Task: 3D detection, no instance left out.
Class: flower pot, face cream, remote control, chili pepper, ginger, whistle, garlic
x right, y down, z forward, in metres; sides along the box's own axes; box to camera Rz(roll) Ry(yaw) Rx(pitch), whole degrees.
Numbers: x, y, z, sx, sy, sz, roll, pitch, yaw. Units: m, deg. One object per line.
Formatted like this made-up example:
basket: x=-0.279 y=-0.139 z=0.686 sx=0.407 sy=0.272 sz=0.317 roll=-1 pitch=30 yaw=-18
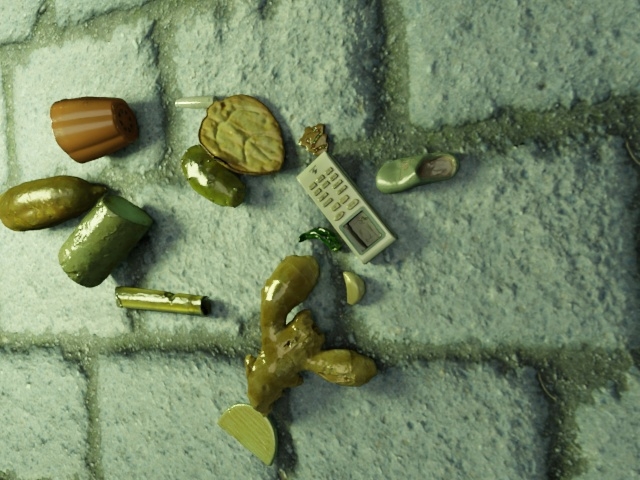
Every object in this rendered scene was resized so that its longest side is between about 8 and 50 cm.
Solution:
flower pot: x=-0.637 y=-0.329 z=1.216 sx=0.173 sy=0.190 sz=0.191 roll=-8 pitch=88 yaw=6
face cream: x=-0.348 y=-0.386 z=1.177 sx=0.130 sy=0.034 sz=0.034 roll=4 pitch=92 yaw=19
remote control: x=0.062 y=-0.081 z=1.028 sx=0.103 sy=0.055 sz=0.277 roll=-40 pitch=78 yaw=16
chili pepper: x=0.001 y=-0.008 z=1.063 sx=0.118 sy=0.035 sz=0.055 roll=16 pitch=79 yaw=15
ginger: x=-0.090 y=0.254 z=1.056 sx=0.348 sy=0.122 sz=0.363 roll=-31 pitch=91 yaw=9
whistle: x=-0.466 y=0.178 z=1.218 sx=0.326 sy=0.057 sz=0.068 roll=2 pitch=92 yaw=20
garlic: x=0.083 y=0.118 z=1.034 sx=0.053 sy=0.041 sz=0.083 roll=0 pitch=98 yaw=24

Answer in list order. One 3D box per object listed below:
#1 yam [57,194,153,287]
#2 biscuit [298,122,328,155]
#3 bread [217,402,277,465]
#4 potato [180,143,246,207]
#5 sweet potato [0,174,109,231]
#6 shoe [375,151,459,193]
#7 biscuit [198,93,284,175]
yam: x=-0.624 y=-0.004 z=1.216 sx=0.268 sy=0.161 sz=0.161 roll=-43 pitch=78 yaw=15
biscuit: x=-0.012 y=-0.251 z=1.072 sx=0.082 sy=0.016 sz=0.092 roll=-32 pitch=79 yaw=17
bread: x=-0.182 y=0.501 z=1.138 sx=0.193 sy=0.036 sz=0.112 roll=28 pitch=96 yaw=20
potato: x=-0.289 y=-0.170 z=1.131 sx=0.225 sy=0.090 sz=0.117 roll=43 pitch=108 yaw=17
sweet potato: x=-0.826 y=-0.122 z=1.291 sx=0.369 sy=0.158 sz=0.158 roll=-13 pitch=87 yaw=20
shoe: x=0.218 y=-0.159 z=0.961 sx=0.195 sy=0.078 sz=0.079 roll=-10 pitch=88 yaw=15
biscuit: x=-0.200 y=-0.269 z=1.102 sx=0.260 sy=0.041 sz=0.203 roll=43 pitch=79 yaw=7
